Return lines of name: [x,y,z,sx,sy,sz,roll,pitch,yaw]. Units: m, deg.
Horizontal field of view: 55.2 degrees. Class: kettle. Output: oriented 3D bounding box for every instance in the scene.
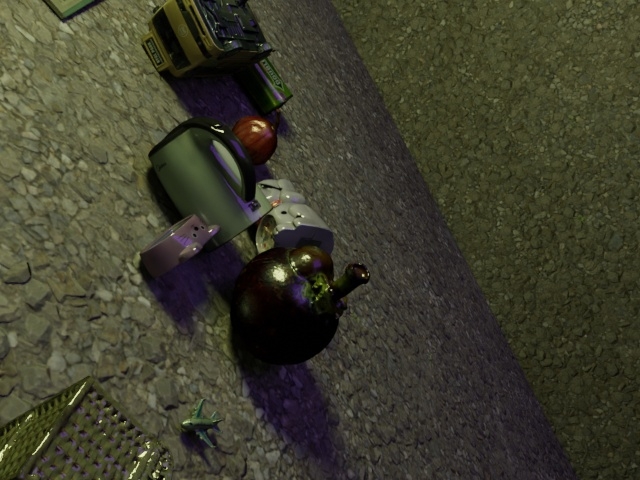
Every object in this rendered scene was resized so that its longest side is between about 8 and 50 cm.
kettle: [-0.207,-0.125,1.194,0.161,0.221,0.236,-40,100,-42]

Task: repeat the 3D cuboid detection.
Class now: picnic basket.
picnic basket: [-0.279,0.267,0.642,0.154,0.196,0.134,52,25,-18]

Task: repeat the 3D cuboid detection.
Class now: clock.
clock: [-0.250,0.001,1.097,0.050,0.110,0.153,57,23,-14]
clock: [-0.093,-0.051,1.415,0.189,0.189,0.254,29,26,-49]

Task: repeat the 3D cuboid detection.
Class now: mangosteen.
mangosteen: [-0.037,0.116,1.166,0.231,0.289,0.231,22,59,-43]

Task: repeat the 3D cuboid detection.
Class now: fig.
fig: [-0.161,-0.269,1.558,0.128,0.150,0.128,31,-2,1]

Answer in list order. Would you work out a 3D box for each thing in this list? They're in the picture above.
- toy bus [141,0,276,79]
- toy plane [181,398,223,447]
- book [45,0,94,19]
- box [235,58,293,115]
toy bus: [-0.267,-0.504,1.519,0.177,0.201,0.365,64,21,-7]
toy plane: [-0.193,0.294,0.980,0.083,0.033,0.080,15,51,-49]
book: [-0.548,-0.588,1.276,0.215,0.025,0.283,51,26,-22]
box: [-0.214,-0.531,1.771,0.346,0.097,0.134,55,24,-11]
